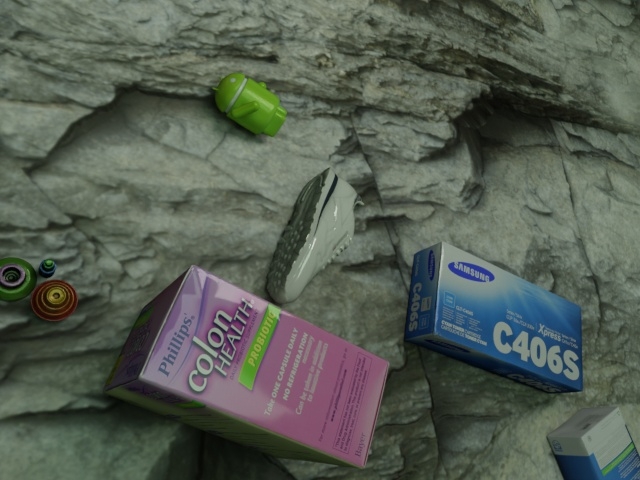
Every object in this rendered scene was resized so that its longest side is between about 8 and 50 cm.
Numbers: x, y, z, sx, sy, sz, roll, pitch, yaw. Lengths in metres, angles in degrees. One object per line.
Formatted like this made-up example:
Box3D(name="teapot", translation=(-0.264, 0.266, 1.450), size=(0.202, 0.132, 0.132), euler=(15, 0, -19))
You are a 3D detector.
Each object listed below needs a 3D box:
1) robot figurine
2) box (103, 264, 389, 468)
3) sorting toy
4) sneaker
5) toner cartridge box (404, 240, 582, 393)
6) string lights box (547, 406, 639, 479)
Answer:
Box3D(name="robot figurine", translation=(-0.109, -0.207, 0.794), size=(0.115, 0.067, 0.101), euler=(31, 33, -18))
Box3D(name="box", translation=(-0.089, 0.154, 0.590), size=(0.243, 0.213, 0.117), euler=(28, 61, -19))
Box3D(name="sorting toy", translation=(-0.322, 0.048, 0.592), size=(0.102, 0.042, 0.061), euler=(32, 60, -17))
Box3D(name="sneaker", translation=(0.000, 0.000, 0.780), size=(0.095, 0.090, 0.235), euler=(39, 59, -25))
Box3D(name="toner cartridge box", translation=(0.315, 0.144, 0.919), size=(0.348, 0.075, 0.165), euler=(22, 62, -22))
Box3D(name="string lights box", translation=(0.522, 0.448, 0.934), size=(0.133, 0.077, 0.259), euler=(-15, 81, -33))
